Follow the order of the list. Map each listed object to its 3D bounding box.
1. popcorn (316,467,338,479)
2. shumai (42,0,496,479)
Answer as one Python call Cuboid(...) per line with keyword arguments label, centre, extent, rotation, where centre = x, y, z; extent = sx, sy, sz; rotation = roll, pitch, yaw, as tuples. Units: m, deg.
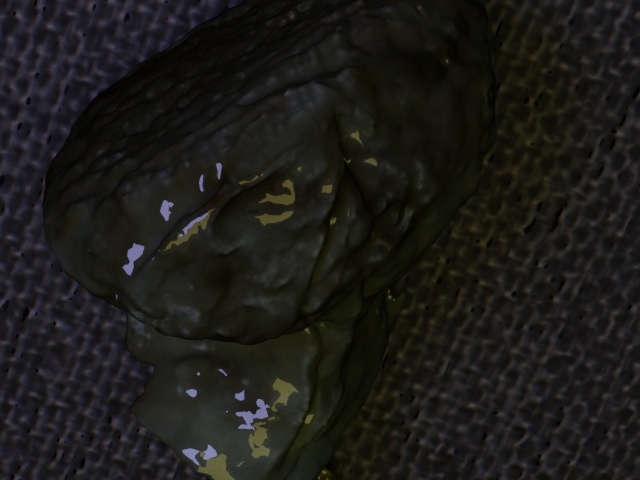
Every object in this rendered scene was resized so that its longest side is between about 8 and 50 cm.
Cuboid(label="popcorn", centre=(-0.023, 0.194, 1.262), extent=(0.083, 0.059, 0.068), rotation=(44, 74, -36))
Cuboid(label="shumai", centre=(0.000, 0.000, 1.109), extent=(0.330, 0.292, 0.288), rotation=(-36, 113, -12))
